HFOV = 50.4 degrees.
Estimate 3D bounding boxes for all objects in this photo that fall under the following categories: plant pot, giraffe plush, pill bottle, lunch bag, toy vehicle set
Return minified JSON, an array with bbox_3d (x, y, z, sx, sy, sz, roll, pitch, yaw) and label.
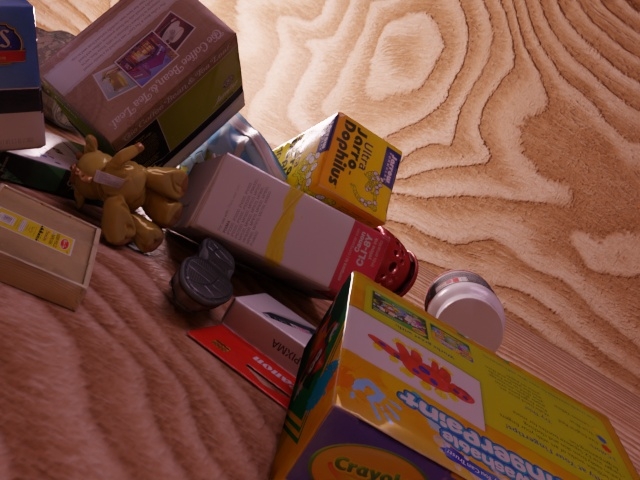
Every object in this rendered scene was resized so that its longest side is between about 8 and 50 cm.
[{"bbox_3d":[0.175,0.070,1.974,0.174,0.191,0.191,31,8,-32],"label":"plant pot"},{"bbox_3d":[-0.368,-0.095,1.213,0.170,0.181,0.210,23,-15,37],"label":"giraffe plush"},{"bbox_3d":[0.394,0.205,1.873,0.210,0.210,0.363,31,9,4],"label":"pill bottle"},{"bbox_3d":[-0.705,-0.426,1.810,0.305,0.212,0.256,32,26,13],"label":"lunch bag"},{"bbox_3d":[-0.401,0.001,0.955,0.166,0.035,0.267,28,10,-20],"label":"toy vehicle set"}]

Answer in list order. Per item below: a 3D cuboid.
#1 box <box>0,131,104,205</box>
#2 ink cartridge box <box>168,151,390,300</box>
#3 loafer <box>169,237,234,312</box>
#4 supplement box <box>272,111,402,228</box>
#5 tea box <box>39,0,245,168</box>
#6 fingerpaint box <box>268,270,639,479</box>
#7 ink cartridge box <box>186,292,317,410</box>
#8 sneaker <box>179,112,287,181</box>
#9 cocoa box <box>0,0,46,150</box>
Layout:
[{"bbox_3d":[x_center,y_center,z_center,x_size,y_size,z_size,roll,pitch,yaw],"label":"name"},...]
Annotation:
[{"bbox_3d":[-0.535,-0.157,1.330,0.232,0.058,0.322,37,12,34],"label":"box"},{"bbox_3d":[-0.097,-0.017,1.405,0.385,0.160,0.279,26,-10,-22],"label":"ink cartridge box"},{"bbox_3d":[-0.200,0.073,1.123,0.096,0.084,0.267,43,11,-9],"label":"loafer"},{"bbox_3d":[-0.006,-0.126,1.620,0.195,0.194,0.356,28,-26,-27],"label":"supplement box"},{"bbox_3d":[-0.353,-0.316,1.426,0.220,0.329,0.323,43,-14,7],"label":"tea box"},{"bbox_3d":[0.180,0.270,0.844,0.445,0.163,0.371,30,18,-5],"label":"fingerpaint box"},{"bbox_3d":[-0.041,0.184,1.064,0.275,0.060,0.239,33,8,15],"label":"ink cartridge box"},{"bbox_3d":[-0.213,-0.168,1.571,0.127,0.208,0.319,59,-7,-35],"label":"sneaker"},{"bbox_3d":[-0.610,-0.306,1.109,0.231,0.228,0.347,-10,31,-31],"label":"cocoa box"}]
